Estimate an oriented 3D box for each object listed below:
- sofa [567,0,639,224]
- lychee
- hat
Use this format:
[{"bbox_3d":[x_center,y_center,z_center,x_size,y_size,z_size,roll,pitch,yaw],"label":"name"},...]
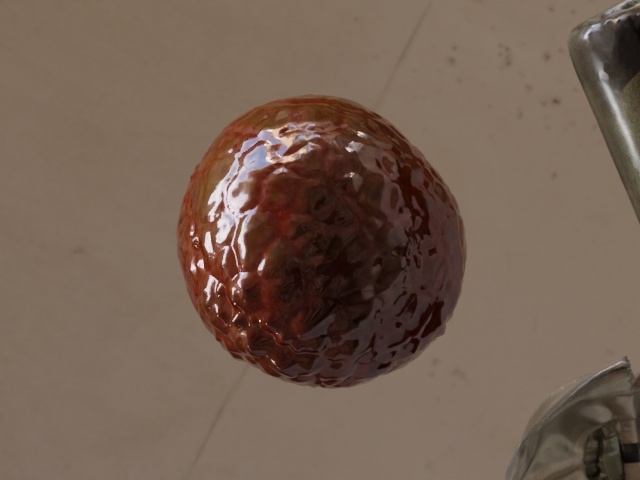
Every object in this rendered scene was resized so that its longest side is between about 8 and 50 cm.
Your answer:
[{"bbox_3d":[0.230,-0.066,0.548,0.258,0.200,0.182,-34,15,-33],"label":"sofa"},{"bbox_3d":[0.000,0.000,1.059,0.255,0.255,0.300,-61,-6,23],"label":"lychee"},{"bbox_3d":[0.254,0.184,1.089,0.226,0.164,0.219,-35,-61,-69],"label":"hat"}]
